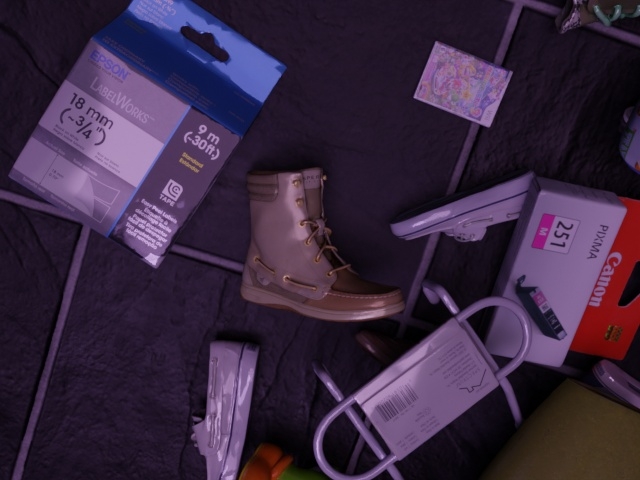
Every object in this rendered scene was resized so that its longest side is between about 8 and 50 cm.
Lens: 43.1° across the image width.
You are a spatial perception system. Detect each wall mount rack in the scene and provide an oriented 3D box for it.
[{"bbox_3d":[0.160,0.236,1.153,0.350,0.130,0.304,-35,100,-5],"label":"wall mount rack"}]

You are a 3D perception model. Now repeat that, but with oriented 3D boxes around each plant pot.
[{"bbox_3d":[0.354,0.356,1.147,0.275,0.275,0.293,23,92,-6],"label":"plant pot"}]

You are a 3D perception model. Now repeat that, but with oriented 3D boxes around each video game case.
[{"bbox_3d":[0.206,-0.226,1.173,0.122,0.011,0.087,20,100,-6],"label":"video game case"}]

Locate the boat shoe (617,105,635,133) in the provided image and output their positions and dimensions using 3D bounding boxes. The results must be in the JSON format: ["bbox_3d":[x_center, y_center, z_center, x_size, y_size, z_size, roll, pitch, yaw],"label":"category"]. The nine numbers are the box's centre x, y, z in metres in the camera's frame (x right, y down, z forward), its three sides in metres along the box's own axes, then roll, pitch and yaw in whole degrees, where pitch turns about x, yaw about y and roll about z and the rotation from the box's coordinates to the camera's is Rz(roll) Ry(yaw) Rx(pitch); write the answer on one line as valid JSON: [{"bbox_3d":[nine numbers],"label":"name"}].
[{"bbox_3d":[0.497,-0.169,1.180,0.125,0.038,0.046,-2,60,-7],"label":"boat shoe"}]

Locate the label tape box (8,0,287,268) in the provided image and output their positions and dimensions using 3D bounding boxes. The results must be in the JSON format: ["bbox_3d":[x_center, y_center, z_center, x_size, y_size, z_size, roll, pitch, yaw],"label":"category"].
[{"bbox_3d":[-0.235,-0.168,1.124,0.241,0.106,0.333,33,99,-8],"label":"label tape box"}]

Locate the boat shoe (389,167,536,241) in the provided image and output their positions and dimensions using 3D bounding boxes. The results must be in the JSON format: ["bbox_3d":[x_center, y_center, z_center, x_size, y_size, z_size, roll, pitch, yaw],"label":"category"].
[{"bbox_3d":[0.217,-0.033,1.175,0.226,0.083,0.075,-20,100,2],"label":"boat shoe"}]

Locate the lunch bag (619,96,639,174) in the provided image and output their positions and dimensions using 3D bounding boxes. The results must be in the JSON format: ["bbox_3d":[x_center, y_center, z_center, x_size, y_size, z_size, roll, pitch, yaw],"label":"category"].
[{"bbox_3d":[0.560,-0.145,1.067,0.303,0.243,0.115,30,144,16],"label":"lunch bag"}]

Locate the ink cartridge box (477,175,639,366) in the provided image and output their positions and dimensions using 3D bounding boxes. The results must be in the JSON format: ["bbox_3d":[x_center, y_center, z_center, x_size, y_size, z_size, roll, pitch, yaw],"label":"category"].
[{"bbox_3d":[0.384,0.062,1.180,0.239,0.060,0.275,12,117,-3],"label":"ink cartridge box"}]

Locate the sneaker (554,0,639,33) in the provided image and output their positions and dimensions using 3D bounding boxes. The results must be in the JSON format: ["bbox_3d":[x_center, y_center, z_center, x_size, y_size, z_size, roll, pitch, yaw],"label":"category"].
[{"bbox_3d":[0.400,-0.351,1.101,0.410,0.158,0.182,30,110,-1],"label":"sneaker"}]

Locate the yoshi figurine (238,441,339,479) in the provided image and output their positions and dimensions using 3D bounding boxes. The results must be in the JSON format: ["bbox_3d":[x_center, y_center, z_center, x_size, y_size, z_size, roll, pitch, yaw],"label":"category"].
[{"bbox_3d":[0.030,0.461,1.178,0.362,0.203,0.203,24,84,6],"label":"yoshi figurine"}]

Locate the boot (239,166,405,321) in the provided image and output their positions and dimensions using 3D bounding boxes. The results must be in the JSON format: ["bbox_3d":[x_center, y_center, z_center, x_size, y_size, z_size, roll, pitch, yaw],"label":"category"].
[{"bbox_3d":[0.000,0.000,1.131,0.262,0.095,0.203,8,100,35],"label":"boot"}]

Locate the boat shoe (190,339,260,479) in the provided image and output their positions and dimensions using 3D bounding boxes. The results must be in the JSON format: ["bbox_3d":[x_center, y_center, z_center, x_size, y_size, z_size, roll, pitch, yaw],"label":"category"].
[{"bbox_3d":[-0.154,0.280,1.225,0.088,0.096,0.267,10,100,0],"label":"boat shoe"}]

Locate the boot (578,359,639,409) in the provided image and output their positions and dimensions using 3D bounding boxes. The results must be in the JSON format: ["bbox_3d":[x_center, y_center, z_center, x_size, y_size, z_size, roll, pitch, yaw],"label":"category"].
[{"bbox_3d":[0.473,0.263,1.262,0.190,0.069,0.086,37,119,-11],"label":"boot"}]

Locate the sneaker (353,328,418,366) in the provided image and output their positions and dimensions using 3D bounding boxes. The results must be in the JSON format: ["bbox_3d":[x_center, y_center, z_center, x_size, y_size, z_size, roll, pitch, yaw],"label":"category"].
[{"bbox_3d":[0.138,0.176,1.236,0.188,0.066,0.071,36,82,-13],"label":"sneaker"}]
